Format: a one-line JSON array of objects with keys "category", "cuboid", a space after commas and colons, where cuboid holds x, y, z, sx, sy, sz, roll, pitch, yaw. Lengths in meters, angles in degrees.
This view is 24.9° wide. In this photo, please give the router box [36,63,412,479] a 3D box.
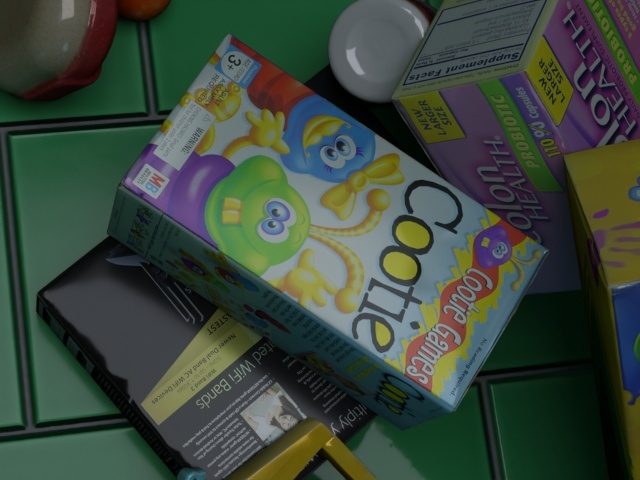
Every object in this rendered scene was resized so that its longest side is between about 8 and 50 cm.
[{"category": "router box", "cuboid": [-0.032, 0.046, 1.164, 0.309, 0.081, 0.243, -39, 87, -16]}]

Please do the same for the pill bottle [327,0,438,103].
[{"category": "pill bottle", "cuboid": [0.063, -0.157, 1.187, 0.086, 0.152, 0.086, 2, 97, 14]}]

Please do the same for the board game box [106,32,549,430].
[{"category": "board game box", "cuboid": [0.000, 0.000, 1.062, 0.275, 0.144, 0.142, 34, 73, -3]}]

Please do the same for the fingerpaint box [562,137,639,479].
[{"category": "fingerpaint box", "cuboid": [0.423, 0.077, 1.038, 0.445, 0.371, 0.163, -13, 36, 5]}]

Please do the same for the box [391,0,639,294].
[{"category": "box", "cuboid": [0.192, -0.120, 1.139, 0.213, 0.117, 0.243, 55, 46, -30]}]

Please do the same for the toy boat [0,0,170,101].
[{"category": "toy boat", "cuboid": [-0.187, -0.223, 1.184, 0.151, 0.151, 0.231, 10, 74, -40]}]

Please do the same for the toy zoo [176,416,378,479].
[{"category": "toy zoo", "cuboid": [-0.003, 0.270, 1.089, 0.192, 0.030, 0.293, -47, 109, -14]}]
